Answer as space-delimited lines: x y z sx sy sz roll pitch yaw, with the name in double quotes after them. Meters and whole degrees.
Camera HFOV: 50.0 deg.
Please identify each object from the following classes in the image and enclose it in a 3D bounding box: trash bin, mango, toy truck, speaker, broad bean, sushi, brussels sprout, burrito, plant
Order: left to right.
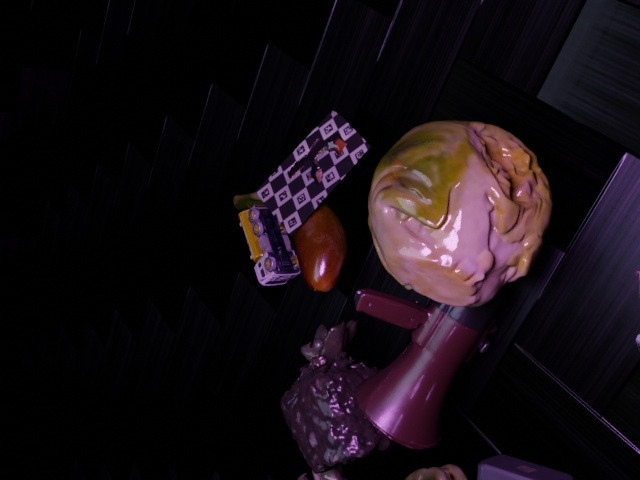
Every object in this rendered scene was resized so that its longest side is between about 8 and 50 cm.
-0.135 0.009 1.767 0.114 0.098 0.226 -46 56 44 "toy truck"
-0.010 -0.157 1.615 0.279 0.043 0.192 -48 49 10 "sushi"
0.000 0.000 1.591 0.133 0.111 0.267 -50 40 41 "mango"
0.011 0.497 1.591 0.226 0.087 0.060 -101 -7 -53 "burrito"
0.030 0.332 1.504 0.215 0.213 0.312 -36 67 46 "plant"
0.180 0.199 1.328 0.259 0.198 0.329 26 110 13 "speaker"
0.234 0.535 1.400 0.153 0.072 0.206 60 144 31 "broad bean"
0.226 -0.060 1.187 0.344 0.268 0.344 -23 42 22 "brussels sprout"
0.360 0.522 1.224 0.177 0.101 0.236 1 91 50 "trash bin"

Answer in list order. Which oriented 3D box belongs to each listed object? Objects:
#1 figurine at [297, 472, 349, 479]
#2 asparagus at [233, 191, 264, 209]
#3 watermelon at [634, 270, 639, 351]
0.042 0.628 1.589 0.137 0.112 0.229 -40 75 48 "figurine"
-0.172 -0.110 1.844 0.178 0.041 0.045 -6 80 48 "asparagus"
0.541 0.126 1.039 0.098 0.121 0.158 -19 32 33 "watermelon"
